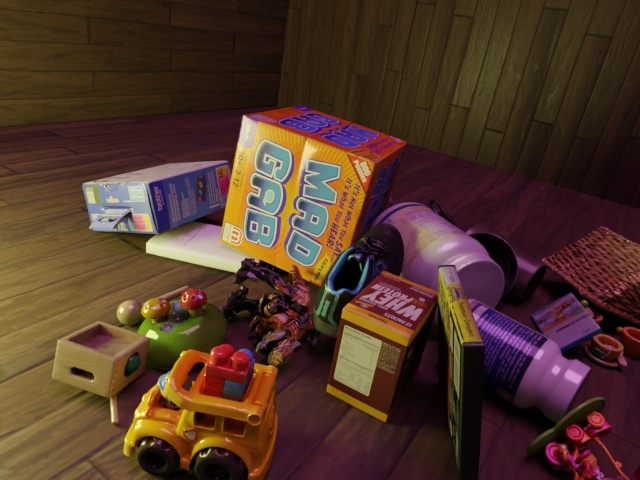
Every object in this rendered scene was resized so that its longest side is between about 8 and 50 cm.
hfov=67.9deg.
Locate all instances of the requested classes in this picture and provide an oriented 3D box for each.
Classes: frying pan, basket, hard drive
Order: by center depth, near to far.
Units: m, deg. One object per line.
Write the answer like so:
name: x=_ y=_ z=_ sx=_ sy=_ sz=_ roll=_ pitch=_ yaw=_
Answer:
hard drive: x=-0.302 y=0.013 z=1.353 sx=0.307 sy=0.040 sz=0.203 roll=12 pitch=25 yaw=6
frying pan: x=0.403 y=0.043 z=1.361 sx=0.326 sy=0.197 sz=0.053 roll=37 pitch=10 yaw=30
basket: x=0.835 y=0.133 z=1.380 sx=0.222 sy=0.214 sz=0.299 roll=-31 pitch=21 yaw=6
basket: x=0.529 y=0.069 z=1.407 sx=0.204 sy=0.154 sz=0.226 roll=-32 pitch=49 yaw=-29

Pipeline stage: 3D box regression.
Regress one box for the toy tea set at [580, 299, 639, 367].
toy tea set: x=0.768 y=0.239 z=1.149 sx=0.335 sy=0.125 sz=0.200 roll=25 pitch=29 yaw=30

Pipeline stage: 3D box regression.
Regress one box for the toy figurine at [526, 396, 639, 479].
toy figurine: x=0.466 y=0.375 z=0.789 sx=0.173 sy=0.130 sz=0.159 roll=-22 pitch=43 yaw=-13

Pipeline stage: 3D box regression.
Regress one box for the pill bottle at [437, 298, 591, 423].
pill bottle: x=0.388 y=0.242 z=0.971 sx=0.264 sy=0.153 sz=0.153 roll=29 pitch=31 yaw=37

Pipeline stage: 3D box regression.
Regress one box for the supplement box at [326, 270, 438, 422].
supplement box: x=0.125 y=0.196 z=0.925 sx=0.129 sy=0.194 sz=0.191 roll=21 pitch=27 yaw=23

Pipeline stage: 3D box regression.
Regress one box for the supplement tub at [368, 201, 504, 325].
supplement tub: x=0.283 y=0.062 z=1.226 sx=0.235 sy=0.236 sz=0.325 roll=-2 pitch=27 yaw=-24

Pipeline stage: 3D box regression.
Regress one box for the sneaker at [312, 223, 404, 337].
sneaker: x=0.103 y=0.058 z=1.040 sx=0.124 sy=0.140 sz=0.341 roll=24 pitch=47 yaw=16

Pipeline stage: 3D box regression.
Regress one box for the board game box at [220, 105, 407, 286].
board game box: x=-0.013 y=-0.141 z=1.335 sx=0.356 sy=0.357 sz=0.356 roll=22 pitch=26 yaw=14

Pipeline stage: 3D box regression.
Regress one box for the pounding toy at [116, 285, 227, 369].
pounding toy: x=-0.299 y=0.140 z=0.956 sx=0.182 sy=0.110 sz=0.236 roll=-26 pitch=37 yaw=-33

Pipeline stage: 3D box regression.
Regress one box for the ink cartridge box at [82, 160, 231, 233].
ink cartridge box: x=-0.484 y=-0.127 z=1.389 sx=0.269 sy=0.151 sz=0.395 roll=3 pitch=17 yaw=29

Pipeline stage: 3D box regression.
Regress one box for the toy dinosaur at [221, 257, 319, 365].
toy dinosaur: x=-0.099 y=0.151 z=1.060 sx=0.218 sy=0.165 sz=0.322 roll=24 pitch=6 yaw=-2

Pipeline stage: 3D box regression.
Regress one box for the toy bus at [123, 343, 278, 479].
toy bus: x=-0.171 y=0.237 z=0.713 sx=0.220 sy=0.212 sz=0.149 roll=10 pitch=26 yaw=4

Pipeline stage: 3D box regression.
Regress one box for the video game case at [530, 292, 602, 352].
video game case: x=0.615 y=0.207 z=1.200 sx=0.015 sy=0.119 sz=0.166 roll=49 pitch=18 yaw=-17

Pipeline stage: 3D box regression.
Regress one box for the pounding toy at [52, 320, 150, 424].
pounding toy: x=-0.372 y=0.225 z=0.828 sx=0.141 sy=0.100 sz=0.130 roll=16 pitch=11 yaw=8

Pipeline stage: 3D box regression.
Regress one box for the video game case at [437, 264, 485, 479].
video game case: x=0.237 y=0.218 z=0.823 sx=0.035 sy=0.275 sz=0.248 roll=-3 pitch=23 yaw=7

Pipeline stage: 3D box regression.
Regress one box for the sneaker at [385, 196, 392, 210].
sneaker: x=0.141 y=-0.187 z=1.875 sx=0.292 sy=0.102 sz=0.146 roll=11 pitch=24 yaw=4
